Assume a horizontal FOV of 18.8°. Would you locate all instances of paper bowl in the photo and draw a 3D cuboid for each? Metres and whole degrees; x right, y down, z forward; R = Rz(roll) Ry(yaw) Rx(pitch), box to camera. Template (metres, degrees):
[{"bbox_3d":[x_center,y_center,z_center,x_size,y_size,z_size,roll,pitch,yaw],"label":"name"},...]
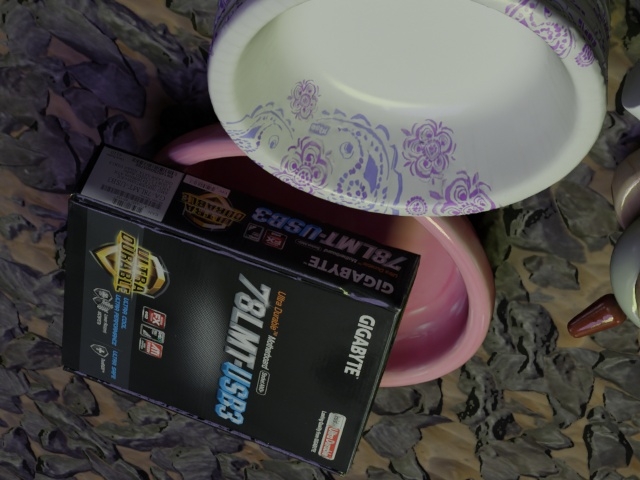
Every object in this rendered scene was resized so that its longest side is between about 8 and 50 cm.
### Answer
[{"bbox_3d":[0.066,-0.153,1.394,0.284,0.148,0.284,6,147,4],"label":"paper bowl"}]

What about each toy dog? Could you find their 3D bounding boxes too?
[{"bbox_3d":[0.333,0.080,1.544,0.333,0.220,0.161,43,122,-6],"label":"toy dog"}]

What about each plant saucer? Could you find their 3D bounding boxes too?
[{"bbox_3d":[0.000,0.000,1.711,0.332,0.084,0.332,15,144,11],"label":"plant saucer"}]

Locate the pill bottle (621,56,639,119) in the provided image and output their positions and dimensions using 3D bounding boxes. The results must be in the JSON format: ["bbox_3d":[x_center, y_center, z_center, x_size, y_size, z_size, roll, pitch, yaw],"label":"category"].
[{"bbox_3d":[0.319,-0.074,1.416,0.193,0.108,0.108,35,143,-15],"label":"pill bottle"}]

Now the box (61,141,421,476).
[{"bbox_3d":[-0.081,0.068,1.714,0.293,0.073,0.295,21,145,5],"label":"box"}]
